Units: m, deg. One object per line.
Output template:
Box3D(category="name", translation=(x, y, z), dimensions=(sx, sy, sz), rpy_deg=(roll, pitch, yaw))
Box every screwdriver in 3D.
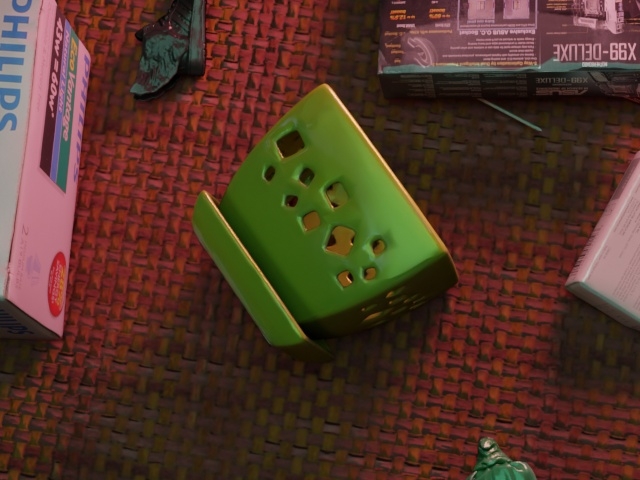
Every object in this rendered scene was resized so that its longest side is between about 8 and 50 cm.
Box3D(category="screwdriver", translation=(0.180, -0.165, 1.732), dimensions=(0.170, 0.024, 0.025), rpy_deg=(33, 51, 14))

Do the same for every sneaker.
Box3D(category="sneaker", translation=(-0.179, -0.249, 1.764), dimensions=(0.089, 0.051, 0.170), rpy_deg=(0, 79, -1))

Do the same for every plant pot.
Box3D(category="plant pot", translation=(0.000, 0.000, 1.607), dimensions=(0.207, 0.228, 0.227), rpy_deg=(-36, 77, 2))

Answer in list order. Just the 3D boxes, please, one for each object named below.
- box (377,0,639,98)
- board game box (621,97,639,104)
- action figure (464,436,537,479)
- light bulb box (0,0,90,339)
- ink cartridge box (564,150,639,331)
Box3D(category="box", translation=(0.223, -0.285, 1.709), dimensions=(0.307, 0.076, 0.243), rpy_deg=(0, 71, 9))
Box3D(category="board game box", translation=(0.408, -0.219, 1.733), dimensions=(0.281, 0.027, 0.145), rpy_deg=(21, 77, 8))
Box3D(category="action figure", translation=(0.203, 0.323, 1.590), dimensions=(0.137, 0.063, 0.232), rpy_deg=(-12, 79, 3))
Box3D(category="light bulb box", translation=(-0.467, -0.088, 1.653), dimensions=(0.361, 0.225, 0.358), rpy_deg=(2, 76, 5))
Box3D(category="ink cartridge box", translation=(0.410, 0.030, 1.669), dimensions=(0.224, 0.056, 0.181), rpy_deg=(32, 79, -8))
